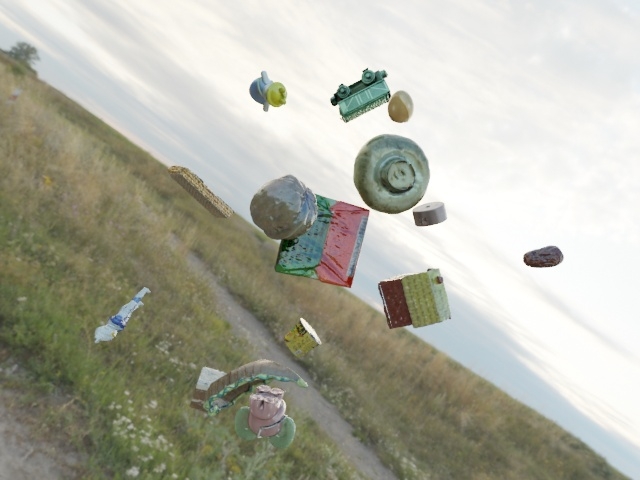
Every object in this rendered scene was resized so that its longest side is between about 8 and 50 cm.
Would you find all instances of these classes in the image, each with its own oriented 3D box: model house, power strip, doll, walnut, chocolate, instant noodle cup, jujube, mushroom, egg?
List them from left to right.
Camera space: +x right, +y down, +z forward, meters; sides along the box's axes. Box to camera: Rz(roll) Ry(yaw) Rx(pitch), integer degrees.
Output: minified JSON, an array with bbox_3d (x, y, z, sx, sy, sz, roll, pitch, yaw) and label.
[{"bbox_3d":[-0.609,0.242,1.502,0.057,0.114,0.227,43,37,-5],"label":"doll"},{"bbox_3d":[-0.250,0.797,2.203,0.283,0.269,0.216,9,7,11],"label":"doll"},{"bbox_3d":[-0.197,-0.561,1.870,0.098,0.135,0.241,22,7,-40],"label":"doll"},{"bbox_3d":[-0.134,-0.116,1.812,0.248,0.248,0.248,34,-4,3],"label":"walnut"},{"bbox_3d":[-0.086,0.442,2.208,0.151,0.122,0.151,52,-1,1],"label":"instant noodle cup"},{"bbox_3d":[0.000,0.000,2.109,0.341,0.361,0.161,15,-7,-9],"label":"chocolate"},{"bbox_3d":[0.305,-0.284,2.098,0.352,0.352,0.260,35,0,-19],"label":"mushroom"},{"bbox_3d":[0.235,-0.394,1.444,0.080,0.080,0.097,29,-39,49],"label":"egg"},{"bbox_3d":[0.355,0.209,1.771,0.159,0.196,0.254,-11,-6,-35],"label":"model house"},{"bbox_3d":[0.486,-0.118,2.199,0.154,0.154,0.078,-156,-131,-68],"label":"power strip"},{"bbox_3d":[0.746,0.057,1.650,0.129,0.078,0.077,-8,-12,8],"label":"jujube"}]

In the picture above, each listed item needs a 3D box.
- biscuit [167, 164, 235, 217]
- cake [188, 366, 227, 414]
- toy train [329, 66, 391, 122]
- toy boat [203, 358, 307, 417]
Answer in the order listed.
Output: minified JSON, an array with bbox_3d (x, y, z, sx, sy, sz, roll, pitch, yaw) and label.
[{"bbox_3d":[-0.521,-0.207,2.165,0.094,0.054,0.379,8,-25,32],"label":"biscuit"},{"bbox_3d":[-0.452,0.613,2.022,0.135,0.147,0.134,15,17,-6],"label":"cake"},{"bbox_3d":[0.176,-0.622,2.101,0.155,0.269,0.115,65,10,5],"label":"toy train"},{"bbox_3d":[-0.163,0.349,1.200,0.108,0.292,0.099,29,41,-56],"label":"toy boat"}]
